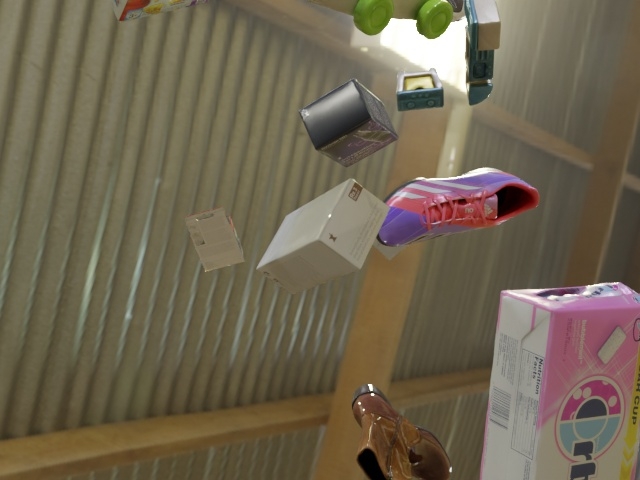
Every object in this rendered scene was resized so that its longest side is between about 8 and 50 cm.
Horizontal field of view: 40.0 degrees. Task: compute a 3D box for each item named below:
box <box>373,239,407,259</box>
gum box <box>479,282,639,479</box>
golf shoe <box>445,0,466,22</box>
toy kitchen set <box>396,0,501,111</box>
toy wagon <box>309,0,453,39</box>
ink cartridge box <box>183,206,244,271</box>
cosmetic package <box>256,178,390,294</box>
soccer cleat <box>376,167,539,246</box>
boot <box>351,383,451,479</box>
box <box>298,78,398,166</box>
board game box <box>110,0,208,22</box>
[{"bbox_3d":[0.179,-0.030,2.074,0.087,0.102,0.101,43,-135,-4],"label":"box"},{"bbox_3d":[0.190,0.124,0.678,0.107,0.062,0.188,0,-80,-28],"label":"gum box"},{"bbox_3d":[0.196,-0.459,1.652,0.094,0.198,0.077,-37,-44,-28],"label":"golf shoe"},{"bbox_3d":[0.206,-0.303,1.464,0.207,0.166,0.122,81,-174,-47],"label":"toy kitchen set"},{"bbox_3d":[0.012,-0.363,1.206,0.344,0.267,0.068,-8,-52,-41],"label":"toy wagon"},{"bbox_3d":[-0.157,-0.008,1.297,0.029,0.062,0.115,-104,-2,-47],"label":"ink cartridge box"},{"bbox_3d":[0.000,0.000,1.343,0.085,0.231,0.117,36,-114,-17],"label":"cosmetic package"},{"bbox_3d":[0.236,-0.057,1.525,0.318,0.116,0.109,-15,-70,-31],"label":"soccer cleat"},{"bbox_3d":[0.161,0.405,1.600,0.264,0.096,0.280,53,-173,-12],"label":"boot"},{"bbox_3d":[0.068,-0.267,2.034,0.207,0.153,0.108,15,-131,-66],"label":"box"},{"bbox_3d":[-0.186,-0.409,1.093,0.142,0.275,0.144,-21,-93,-27],"label":"board game box"}]
